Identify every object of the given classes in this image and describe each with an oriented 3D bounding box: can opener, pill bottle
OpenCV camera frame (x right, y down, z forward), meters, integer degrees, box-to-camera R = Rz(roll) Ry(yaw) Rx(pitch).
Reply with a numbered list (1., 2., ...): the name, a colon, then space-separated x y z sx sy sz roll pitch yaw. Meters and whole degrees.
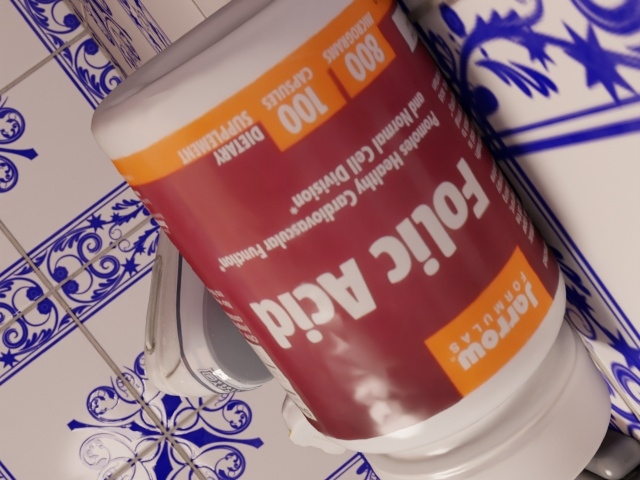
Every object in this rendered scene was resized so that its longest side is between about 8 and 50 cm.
1. can opener: 0.242 0.221 1.008 0.074 0.093 0.280 54 167 -5
2. pill bottle: 0.036 0.009 0.729 0.392 0.224 0.224 54 172 -18

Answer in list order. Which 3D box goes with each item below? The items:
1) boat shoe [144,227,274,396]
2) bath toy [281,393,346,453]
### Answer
1. boat shoe: -0.097 -0.036 0.890 0.156 0.367 0.136 -19 150 41
2. bath toy: 0.112 0.234 1.206 0.348 0.151 0.129 26 -139 -16
